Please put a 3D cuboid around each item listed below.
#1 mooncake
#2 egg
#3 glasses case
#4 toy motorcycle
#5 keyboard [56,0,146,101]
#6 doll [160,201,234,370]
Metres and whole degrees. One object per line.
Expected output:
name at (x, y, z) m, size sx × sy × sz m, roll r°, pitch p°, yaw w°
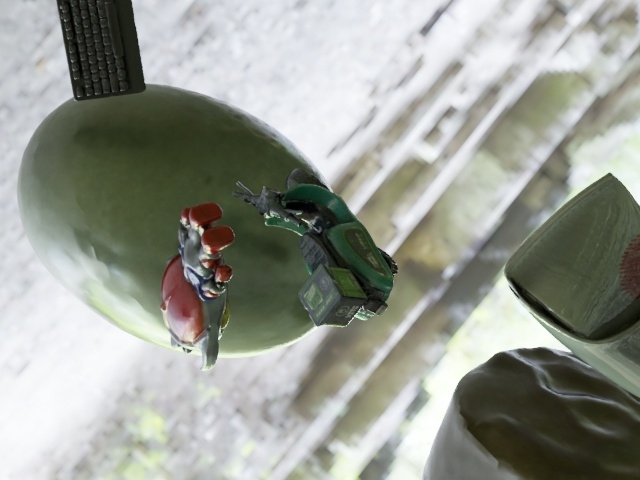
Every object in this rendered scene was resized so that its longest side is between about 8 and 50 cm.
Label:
mooncake at (0.258, 0.228, 1.820) m, size 0.284 × 0.284 × 0.156 m, roll -40°, pitch 148°, yaw -60°
egg at (-0.138, -0.019, 1.778) m, size 0.258 × 0.352 × 0.258 m, roll -58°, pitch -171°, yaw 15°
glasses case at (0.263, 0.055, 1.399) m, size 0.128 × 0.083 × 0.308 m, roll -56°, pitch 143°, yaw 2°
toy motorcycle at (0.000, 0.000, 1.489) m, size 0.100 × 0.173 × 0.058 m, roll 8°, pitch 131°, yaw -44°
keyboard at (-0.211, -0.229, 1.617) m, size 0.015 × 0.074 × 0.196 m, roll -36°, pitch 120°, yaw -69°
doll at (-0.109, 0.042, 1.549) m, size 0.062 × 0.104 × 0.195 m, roll -33°, pitch 155°, yaw -32°
